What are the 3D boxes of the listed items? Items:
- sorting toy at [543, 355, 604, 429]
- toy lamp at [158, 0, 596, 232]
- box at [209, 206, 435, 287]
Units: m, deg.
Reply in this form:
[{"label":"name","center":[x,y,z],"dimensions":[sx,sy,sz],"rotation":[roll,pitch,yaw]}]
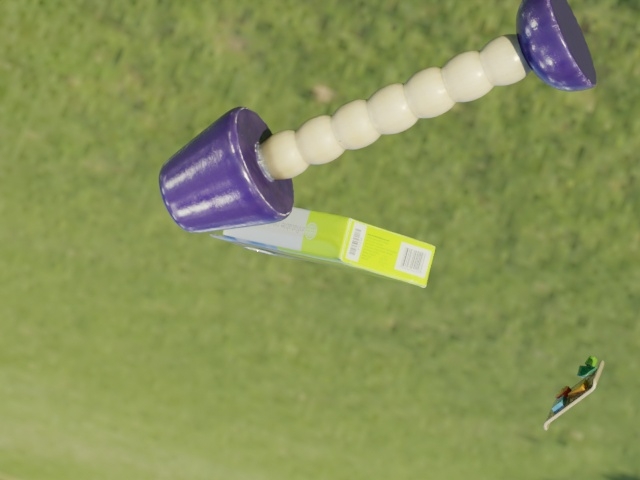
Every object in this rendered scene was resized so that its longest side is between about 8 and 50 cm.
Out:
[{"label":"sorting toy","center":[0.210,0.122,1.590],"dimensions":[0.012,0.062,0.083],"rotation":[45,-158,0]},{"label":"toy lamp","center":[0.028,-0.076,1.172],"dimensions":[0.275,0.080,0.080],"rotation":[-23,148,18]},{"label":"box","center":[0.000,0.000,1.670],"dimensions":[0.109,0.042,0.178],"rotation":[17,176,-42]}]
